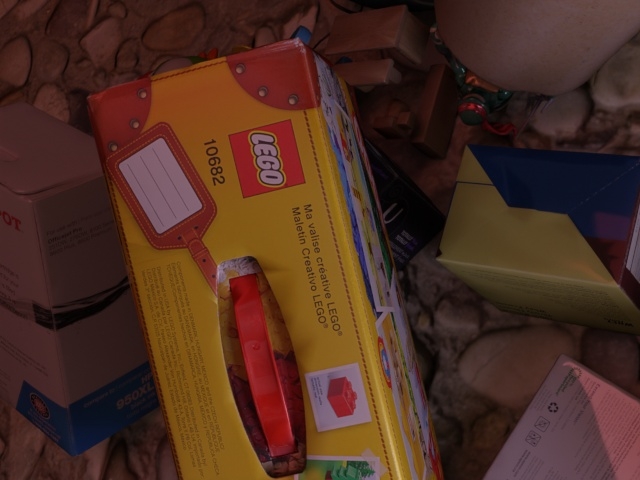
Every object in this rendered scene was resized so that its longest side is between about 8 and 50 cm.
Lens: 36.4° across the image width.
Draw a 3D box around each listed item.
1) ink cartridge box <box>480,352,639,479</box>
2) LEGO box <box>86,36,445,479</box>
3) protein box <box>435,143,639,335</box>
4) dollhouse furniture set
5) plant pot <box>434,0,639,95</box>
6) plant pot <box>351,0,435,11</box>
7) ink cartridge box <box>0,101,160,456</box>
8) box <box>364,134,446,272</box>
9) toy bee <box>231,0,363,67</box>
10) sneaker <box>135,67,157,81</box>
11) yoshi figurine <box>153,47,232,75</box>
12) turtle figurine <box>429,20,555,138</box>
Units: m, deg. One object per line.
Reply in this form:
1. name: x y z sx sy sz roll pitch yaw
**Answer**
1. ink cartridge box: 0.291 0.268 1.023 0.224 0.045 0.223 33 90 36
2. LEGO box: -0.021 0.093 0.959 0.193 0.372 0.501 -13 91 9
3. protein box: 0.266 0.002 1.053 0.199 0.201 0.136 8 75 34
4. dollhouse furniture set: 0.091 -0.204 1.291 0.123 0.151 0.144 4 72 45
5. plant pot: 0.275 -0.331 1.061 0.333 0.305 0.334 6 61 -11
6. plant pot: 0.078 -0.442 1.337 0.195 0.290 0.290 -5 66 55
7. ink cartridge box: -0.374 0.045 1.327 0.285 0.166 0.395 26 129 37
8. box: 0.000 0.000 1.244 0.270 0.165 0.143 -44 55 8
9. toy bee: -0.021 -0.217 1.376 0.195 0.298 0.162 46 131 3
10. sneaker: -0.296 -0.143 1.552 0.118 0.107 0.279 6 69 53
11. yoshi figurine: -0.192 -0.145 1.363 0.202 0.204 0.362 -22 27 -6
12. turtle figurine: 0.215 -0.227 1.229 0.175 0.118 0.234 22 65 -2
